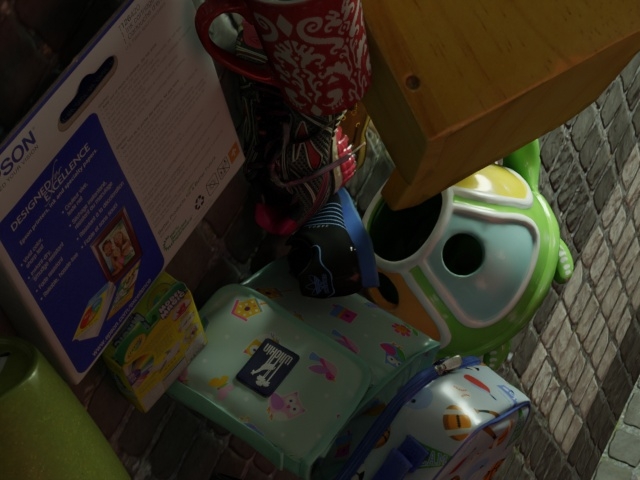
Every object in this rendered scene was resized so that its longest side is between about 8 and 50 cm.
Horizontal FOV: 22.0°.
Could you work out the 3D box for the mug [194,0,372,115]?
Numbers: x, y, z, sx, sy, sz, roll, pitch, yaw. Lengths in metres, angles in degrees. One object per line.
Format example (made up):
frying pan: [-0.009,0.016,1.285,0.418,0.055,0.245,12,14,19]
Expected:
mug: [-0.027,-0.203,1.521,0.169,0.150,0.113,71,25,-53]

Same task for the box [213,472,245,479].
box: [-0.090,0.442,2.087,0.257,0.079,0.322,-68,154,-6]

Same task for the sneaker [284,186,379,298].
sneaker: [0.000,0.000,1.854,0.232,0.090,0.081,-119,-162,-69]

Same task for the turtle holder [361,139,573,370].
turtle holder: [0.185,-0.009,2.066,0.320,0.243,0.227,-40,140,13]

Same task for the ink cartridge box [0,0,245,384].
ink cartridge box: [-0.200,-0.071,1.495,0.303,0.072,0.307,-54,149,-25]

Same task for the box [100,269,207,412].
box: [-0.169,0.100,1.648,0.105,0.043,0.179,-49,165,-16]

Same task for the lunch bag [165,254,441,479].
lunch bag: [-0.029,0.148,1.804,0.262,0.223,0.160,-26,142,-55]

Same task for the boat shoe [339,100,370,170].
boat shoe: [0.020,-0.137,1.869,0.060,0.064,0.178,-47,150,-41]

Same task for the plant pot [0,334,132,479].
plant pot: [-0.269,0.241,1.410,0.275,0.274,0.293,-39,127,-46]

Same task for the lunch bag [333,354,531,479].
lunch bag: [0.089,0.254,1.753,0.303,0.115,0.243,-57,160,18]

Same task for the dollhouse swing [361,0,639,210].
dollhouse swing: [0.167,-0.236,1.765,0.347,0.315,0.305,-29,-175,-16]

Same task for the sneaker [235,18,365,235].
sneaker: [-0.033,-0.114,1.720,0.112,0.121,0.299,-53,151,-23]
